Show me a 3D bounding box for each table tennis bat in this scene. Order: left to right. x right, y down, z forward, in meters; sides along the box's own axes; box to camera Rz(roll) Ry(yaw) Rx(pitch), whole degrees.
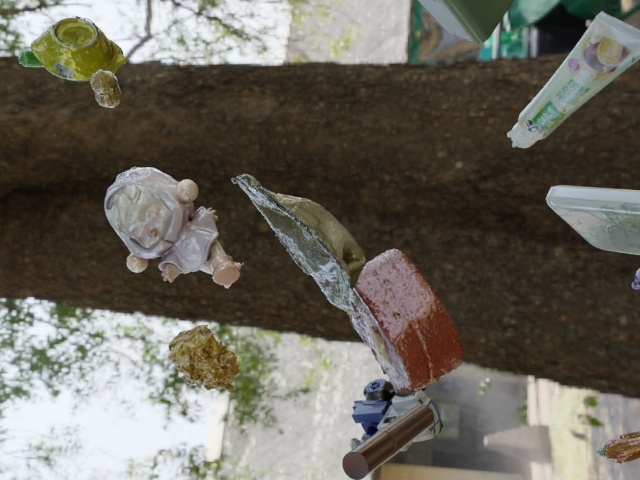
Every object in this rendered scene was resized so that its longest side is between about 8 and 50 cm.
[{"bbox_3d":[-0.586,-0.426,1.904,0.257,0.160,0.039,-9,-109,-44],"label":"table tennis bat"}]

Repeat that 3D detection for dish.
[{"bbox_3d":[-0.527,-0.429,1.756,0.080,0.207,0.149,116,156,-60],"label":"dish"}]

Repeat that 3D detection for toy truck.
[{"bbox_3d":[0.176,0.438,1.951,0.177,0.213,0.161,-43,-68,-49],"label":"toy truck"}]

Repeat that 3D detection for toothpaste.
[{"bbox_3d":[0.330,-0.201,1.066,0.314,0.058,0.056,119,133,-71],"label":"toothpaste"}]

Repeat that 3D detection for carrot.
[{"bbox_3d":[0.425,0.258,1.032,0.035,0.142,0.035,52,-153,-41],"label":"carrot"}]

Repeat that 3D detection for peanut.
[{"bbox_3d":[-0.389,-0.274,1.463,0.113,0.053,0.054,101,174,-74],"label":"peanut"}]

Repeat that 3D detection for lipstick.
[{"bbox_3d":[0.143,0.390,1.591,0.356,0.057,0.057,-8,-81,-63],"label":"lipstick"}]

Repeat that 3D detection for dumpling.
[{"bbox_3d":[0.000,-0.003,1.351,0.332,0.166,0.086,49,-114,-25],"label":"dumpling"}]

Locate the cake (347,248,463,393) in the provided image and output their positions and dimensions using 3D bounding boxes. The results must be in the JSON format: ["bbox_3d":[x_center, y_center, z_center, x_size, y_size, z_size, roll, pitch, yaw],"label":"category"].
[{"bbox_3d":[0.149,0.150,1.554,0.283,0.150,0.177,58,173,34],"label":"cake"}]

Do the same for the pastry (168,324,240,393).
[{"bbox_3d":[-0.304,0.324,2.114,0.102,0.154,0.250,48,171,39],"label":"pastry"}]

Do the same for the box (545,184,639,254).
[{"bbox_3d":[0.420,-0.017,0.987,0.142,0.285,0.044,36,-103,-31],"label":"box"}]

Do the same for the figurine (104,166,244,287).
[{"bbox_3d":[-0.251,-0.019,1.383,0.200,0.276,0.133,-50,3,22],"label":"figurine"}]

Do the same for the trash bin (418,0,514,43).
[{"bbox_3d":[0.293,-0.602,1.733,0.343,0.158,0.223,33,-88,-48],"label":"trash bin"}]

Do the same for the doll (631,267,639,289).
[{"bbox_3d":[0.681,0.056,1.544,0.110,0.205,0.067,-137,31,-60],"label":"doll"}]
